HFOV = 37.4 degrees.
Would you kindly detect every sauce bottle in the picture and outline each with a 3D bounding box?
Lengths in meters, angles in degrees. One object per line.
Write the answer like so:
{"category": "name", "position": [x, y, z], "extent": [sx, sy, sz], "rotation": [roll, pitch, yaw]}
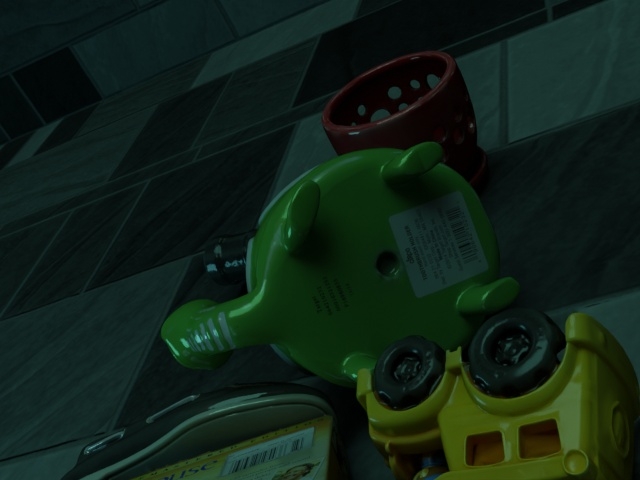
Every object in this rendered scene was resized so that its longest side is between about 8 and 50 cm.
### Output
{"category": "sauce bottle", "position": [0.000, 0.000, 1.221], "extent": [0.345, 0.111, 0.111], "rotation": [-12, 32, 31]}

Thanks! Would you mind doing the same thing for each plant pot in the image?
{"category": "plant pot", "position": [0.121, -0.131, 1.253], "extent": [0.191, 0.174, 0.191], "rotation": [-24, 26, 13]}

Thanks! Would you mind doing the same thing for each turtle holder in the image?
{"category": "turtle holder", "position": [0.023, 0.054, 0.988], "extent": [0.320, 0.243, 0.227], "rotation": [-52, 11, -14]}

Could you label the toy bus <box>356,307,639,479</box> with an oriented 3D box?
{"category": "toy bus", "position": [0.139, 0.185, 0.752], "extent": [0.220, 0.149, 0.211], "rotation": [-17, 45, 29]}

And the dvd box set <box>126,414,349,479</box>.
{"category": "dvd box set", "position": [-0.129, 0.260, 0.724], "extent": [0.308, 0.062, 0.420], "rotation": [-19, 4, 3]}

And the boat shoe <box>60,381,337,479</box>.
{"category": "boat shoe", "position": [-0.138, 0.208, 0.998], "extent": [0.335, 0.112, 0.095], "rotation": [-26, 31, 17]}
